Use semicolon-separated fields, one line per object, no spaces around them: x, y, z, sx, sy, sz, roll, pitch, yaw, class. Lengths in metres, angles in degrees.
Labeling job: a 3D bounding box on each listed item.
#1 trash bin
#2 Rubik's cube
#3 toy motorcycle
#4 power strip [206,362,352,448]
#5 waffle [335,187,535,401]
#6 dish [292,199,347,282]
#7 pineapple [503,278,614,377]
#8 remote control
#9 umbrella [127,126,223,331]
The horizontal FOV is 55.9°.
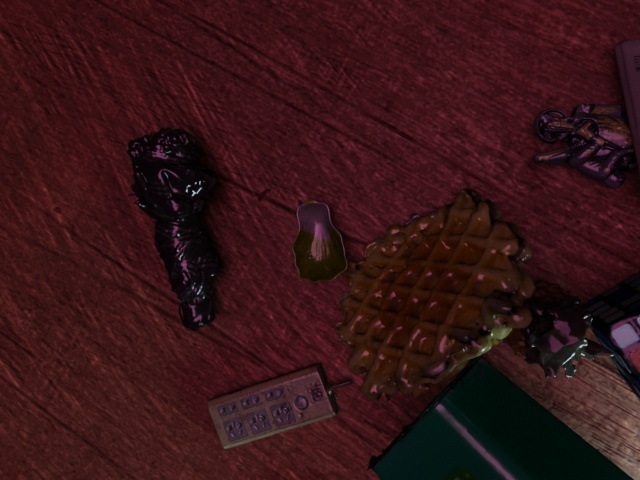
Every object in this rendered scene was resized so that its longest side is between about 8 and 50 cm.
0.290;0.361;0.832;0.381;0.295;0.259;45;121;17;trash bin
0.494;0.134;0.817;0.187;0.184;0.182;-33;86;15;Rubik's cube
0.409;-0.137;0.882;0.194;0.061;0.124;-2;86;5;toy motorcycle
-0.069;0.281;1.036;0.268;0.034;0.092;-21;88;14;power strip
0.155;0.076;0.875;0.317;0.297;0.073;-36;127;23;waffle
0.000;0.000;1.000;0.091;0.039;0.137;-10;88;20;dish
0.313;0.123;0.826;0.128;0.248;0.128;0;93;10;pineapple
0.464;-0.159;0.843;0.067;0.029;0.260;-4;79;-6;remote control
-0.218;-0.022;1.014;0.154;0.128;0.336;-18;96;29;umbrella
